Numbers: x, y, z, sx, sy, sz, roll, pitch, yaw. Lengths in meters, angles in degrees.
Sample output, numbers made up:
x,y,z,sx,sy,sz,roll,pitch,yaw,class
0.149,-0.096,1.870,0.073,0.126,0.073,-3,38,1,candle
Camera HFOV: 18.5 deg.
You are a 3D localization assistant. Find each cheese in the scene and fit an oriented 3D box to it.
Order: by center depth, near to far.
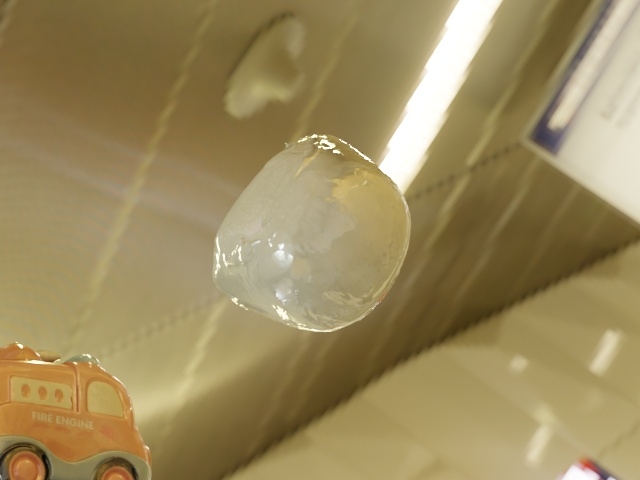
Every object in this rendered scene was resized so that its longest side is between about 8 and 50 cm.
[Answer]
x,y,z,sx,sy,sz,roll,pitch,yaw,class
0.000,0.000,1.922,0.198,0.154,0.189,-55,22,-3,cheese

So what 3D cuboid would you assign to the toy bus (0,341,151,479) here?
x,y,z,sx,sy,sz,roll,pitch,yaw,class
-0.369,0.255,2.584,0.287,0.232,0.194,12,-24,-34,toy bus
